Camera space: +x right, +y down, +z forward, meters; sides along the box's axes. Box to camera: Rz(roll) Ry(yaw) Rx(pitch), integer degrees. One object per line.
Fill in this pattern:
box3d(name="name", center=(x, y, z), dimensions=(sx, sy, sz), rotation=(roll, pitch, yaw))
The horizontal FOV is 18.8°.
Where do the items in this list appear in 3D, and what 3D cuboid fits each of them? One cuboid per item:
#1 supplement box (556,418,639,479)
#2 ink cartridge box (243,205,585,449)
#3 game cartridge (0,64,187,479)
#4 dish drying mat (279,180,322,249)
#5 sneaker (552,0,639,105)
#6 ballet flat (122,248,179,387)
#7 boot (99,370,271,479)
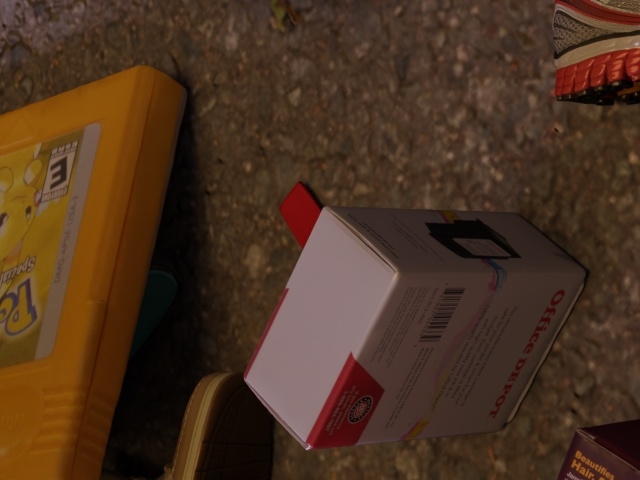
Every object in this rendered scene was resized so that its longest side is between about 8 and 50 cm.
box3d(name="supplement box", center=(0.176, 0.210, 1.118), dimensions=(0.104, 0.080, 0.188), rotation=(33, 113, 37))
box3d(name="ink cartridge box", center=(0.058, 0.051, 1.160), dimensions=(0.072, 0.175, 0.127), rotation=(43, 118, 36))
box3d(name="game cartridge", center=(-0.237, 0.047, 1.424), dimensions=(0.285, 0.052, 0.324), rotation=(-14, 54, 41))
box3d(name="dish drying mat", center=(0.000, 0.000, 1.323), dimensions=(0.032, 0.008, 0.083), rotation=(-51, 60, 31))
box3d(name="sneaker", center=(0.215, -0.143, 1.071), dimensions=(0.225, 0.088, 0.093), rotation=(-15, 80, 41))
box3d(name="ballet flat", center=(-0.175, 0.087, 1.431), dimensions=(0.074, 0.074, 0.203), rotation=(41, 103, 34))
box3d(name="boot", center=(-0.121, 0.180, 1.395), dimensions=(0.165, 0.077, 0.213), rotation=(18, 104, 43))
